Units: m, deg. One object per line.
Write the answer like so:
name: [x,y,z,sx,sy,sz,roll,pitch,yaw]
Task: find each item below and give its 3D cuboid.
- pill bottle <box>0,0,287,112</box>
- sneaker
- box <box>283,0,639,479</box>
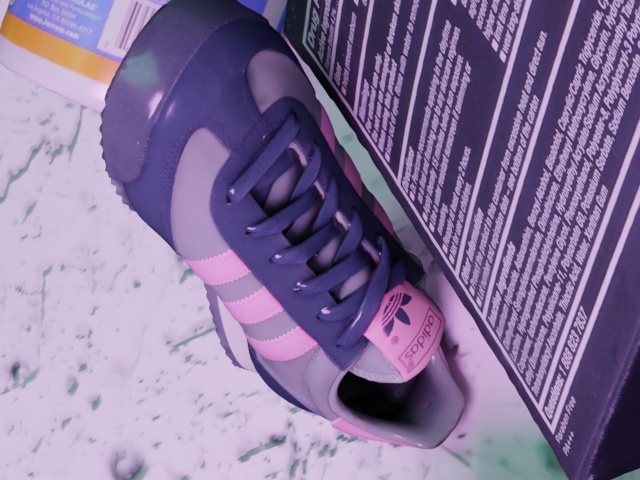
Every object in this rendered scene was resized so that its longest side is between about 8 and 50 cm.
pill bottle: [-0.071,-0.203,1.111,0.152,0.152,0.272,27,98,40]
sneaker: [0.000,0.000,0.933,0.131,0.319,0.112,32,76,27]
box: [0.136,-0.113,0.821,0.294,0.182,0.296,58,155,30]
